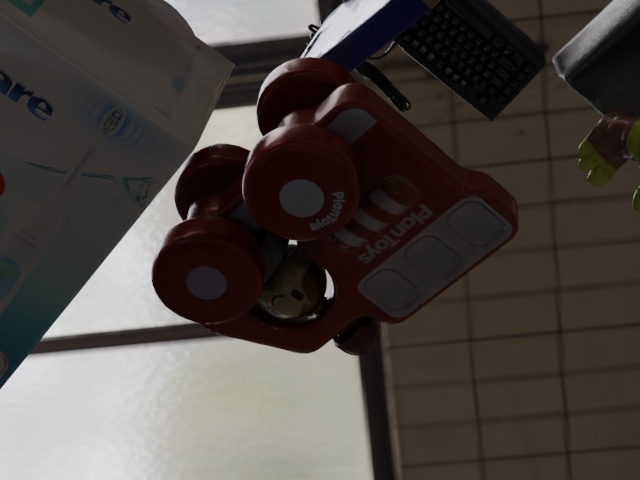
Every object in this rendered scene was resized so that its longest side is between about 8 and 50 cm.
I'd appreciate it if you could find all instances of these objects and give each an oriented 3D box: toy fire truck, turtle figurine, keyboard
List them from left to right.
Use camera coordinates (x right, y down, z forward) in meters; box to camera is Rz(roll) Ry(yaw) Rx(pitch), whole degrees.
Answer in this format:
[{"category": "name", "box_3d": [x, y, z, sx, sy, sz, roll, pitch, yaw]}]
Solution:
[{"category": "toy fire truck", "box_3d": [0.000, 0.000, 1.077, 0.254, 0.302, 0.169, 38, -152, -20]}, {"category": "keyboard", "box_3d": [0.106, -0.260, 1.457, 0.201, 0.317, 0.033, -47, 9, 34]}, {"category": "turtle figurine", "box_3d": [0.276, -0.042, 0.776, 0.217, 0.269, 0.087, 25, 100, 59]}]

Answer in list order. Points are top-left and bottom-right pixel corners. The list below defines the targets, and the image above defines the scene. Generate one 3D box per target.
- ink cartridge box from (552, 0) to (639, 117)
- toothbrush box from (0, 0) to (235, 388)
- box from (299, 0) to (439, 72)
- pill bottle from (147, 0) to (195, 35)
[{"category": "ink cartridge box", "box_3d": [0.406, -0.154, 0.947, 0.307, 0.303, 0.072, 35, -154, -20]}, {"category": "toothbrush box", "box_3d": [-0.234, -0.060, 0.805, 0.295, 0.216, 0.126, -45, 17, 31]}, {"category": "box", "box_3d": [0.058, -0.231, 1.156, 0.036, 0.225, 0.136, 42, -130, -17]}, {"category": "pill bottle", "box_3d": [-0.266, -0.156, 1.183, 0.162, 0.278, 0.162, 2, -92, -52]}]
